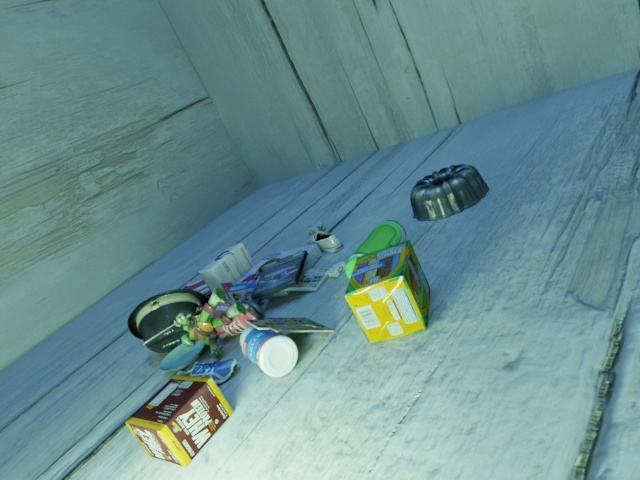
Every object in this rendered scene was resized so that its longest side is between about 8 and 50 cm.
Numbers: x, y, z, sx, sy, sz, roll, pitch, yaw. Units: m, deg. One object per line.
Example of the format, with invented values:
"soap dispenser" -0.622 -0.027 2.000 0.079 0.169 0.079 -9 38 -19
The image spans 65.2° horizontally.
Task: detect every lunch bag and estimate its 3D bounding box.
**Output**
"lunch bag" -0.022 -0.060 2.547 0.083 0.053 0.071 -31 13 22

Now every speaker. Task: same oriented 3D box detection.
"speaker" 0.205 0.041 1.803 0.131 0.131 0.296 -12 23 40

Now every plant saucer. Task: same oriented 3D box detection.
"plant saucer" -0.504 0.433 1.868 0.195 0.037 0.195 -25 17 8

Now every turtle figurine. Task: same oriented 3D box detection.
"turtle figurine" -0.398 0.314 1.728 0.266 0.198 0.274 -45 -10 13

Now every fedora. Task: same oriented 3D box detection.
"fedora" -0.586 0.343 1.990 0.334 0.334 0.152 -27 51 1

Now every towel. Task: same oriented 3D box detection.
"towel" -0.613 0.247 2.563 0.237 0.037 0.329 -26 17 3

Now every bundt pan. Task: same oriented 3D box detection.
"bundt pan" 0.516 -0.214 2.078 0.330 0.124 0.331 -25 17 8

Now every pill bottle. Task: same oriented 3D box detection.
"pill bottle" -0.168 0.328 1.532 0.124 0.124 0.221 -35 18 -23

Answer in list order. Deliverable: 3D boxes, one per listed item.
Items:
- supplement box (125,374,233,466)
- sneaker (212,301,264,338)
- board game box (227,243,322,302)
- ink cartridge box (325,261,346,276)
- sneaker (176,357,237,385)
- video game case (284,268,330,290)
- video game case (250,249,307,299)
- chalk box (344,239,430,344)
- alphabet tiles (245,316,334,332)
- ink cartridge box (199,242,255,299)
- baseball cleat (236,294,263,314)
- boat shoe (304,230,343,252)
"supplement box" -0.388 0.489 1.384 0.191 0.129 0.194 -10 24 42
"sneaker" -0.316 0.315 1.867 0.314 0.116 0.136 -8 42 51
"board game box" -0.197 0.142 2.194 0.318 0.066 0.318 -13 22 35
"ink cartridge box" 0.060 0.117 1.955 0.048 0.028 0.083 -8 25 47
"sneaker" -0.367 0.428 1.609 0.211 0.081 0.080 -25 16 1
"video game case" -0.050 0.155 1.985 0.157 0.019 0.143 -2 29 32
"video game case" -0.162 0.135 2.025 0.196 0.026 0.274 -20 21 16
"chalk box" 0.206 0.130 1.456 0.179 0.180 0.289 -20 20 23
"alphabet tiles" -0.108 0.265 1.584 0.237 0.009 0.198 5 1 -29
"ink cartridge box" -0.425 0.146 2.345 0.100 0.172 0.237 -14 22 37
"baseball cleat" -0.264 0.249 1.988 0.109 0.072 0.206 -30 20 -31
"boat shoe" 0.000 0.000 2.279 0.096 0.088 0.267 -34 19 -21
